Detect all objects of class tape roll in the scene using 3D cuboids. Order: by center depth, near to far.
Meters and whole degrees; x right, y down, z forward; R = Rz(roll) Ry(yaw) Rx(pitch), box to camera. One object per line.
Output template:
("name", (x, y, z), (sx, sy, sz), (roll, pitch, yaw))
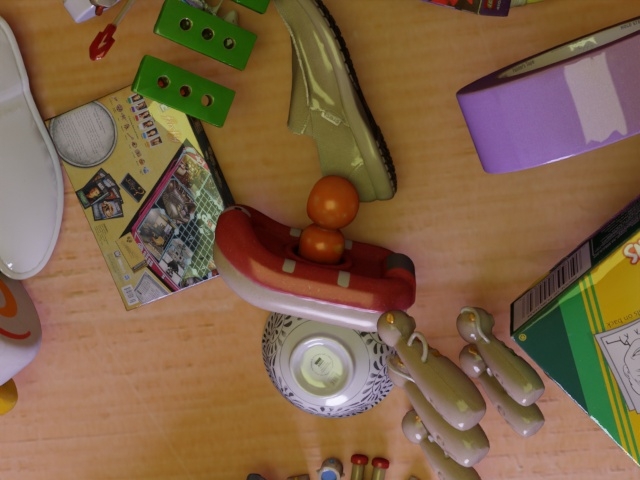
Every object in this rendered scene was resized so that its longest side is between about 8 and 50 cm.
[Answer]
("tape roll", (0.281, -0.158, 1.596), (0.275, 0.275, 0.090), (-20, 98, 13))

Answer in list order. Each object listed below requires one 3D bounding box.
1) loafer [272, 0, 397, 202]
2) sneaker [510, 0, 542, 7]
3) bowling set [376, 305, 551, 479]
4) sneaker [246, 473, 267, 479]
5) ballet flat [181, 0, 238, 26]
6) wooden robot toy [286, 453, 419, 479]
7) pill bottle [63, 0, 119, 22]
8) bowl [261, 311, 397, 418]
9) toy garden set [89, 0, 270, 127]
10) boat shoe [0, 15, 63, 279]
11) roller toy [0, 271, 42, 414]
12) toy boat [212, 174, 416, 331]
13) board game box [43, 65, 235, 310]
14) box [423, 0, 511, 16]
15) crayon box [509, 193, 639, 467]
("loafer", (0.000, -0.157, 1.735), (0.092, 0.102, 0.268), (-22, 98, 8))
("sneaker", (0.221, -0.351, 1.678), (0.094, 0.081, 0.208), (-3, 94, -20))
("bowling set", (0.179, 0.146, 1.734), (0.200, 0.287, 0.154), (-32, 63, -16))
("sneaker", (-0.149, 0.380, 1.885), (0.300, 0.111, 0.121), (-29, 74, 16))
("ballet flat", (-0.117, -0.254, 1.769), (0.041, 0.041, 0.114), (-42, 93, 15))
("wooden robot toy", (0.040, 0.297, 1.834), (0.173, 0.079, 0.076), (7, 103, 8))
("pill bottle", (-0.291, -0.352, 1.737), (0.118, 0.117, 0.208), (-32, 94, 15))
("bowl", (0.007, 0.136, 1.806), (0.170, 0.080, 0.170), (2, 102, 10))
("toy garden set", (-0.161, -0.274, 1.709), (0.204, 0.049, 0.244), (22, 87, -20))
("boat shoe", (-0.385, -0.113, 1.832), (0.099, 0.116, 0.319), (11, 116, 50))
("roller toy", (-0.434, 0.099, 1.820), (0.146, 0.209, 0.191), (-38, 54, 15))
("toy boat", (0.000, 0.000, 1.721), (0.231, 0.151, 0.151), (12, 108, -3))
("board game box", (-0.196, -0.059, 1.820), (0.165, 0.042, 0.243), (-20, 97, 14))
("box", (0.131, -0.396, 1.637), (0.201, 0.057, 0.293), (21, 107, 39))
("crayon box", (0.430, 0.075, 1.583), (0.313, 0.106, 0.363), (45, 109, -9))
